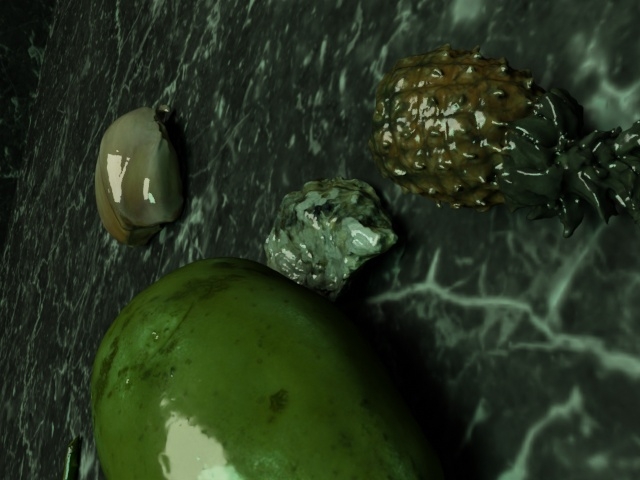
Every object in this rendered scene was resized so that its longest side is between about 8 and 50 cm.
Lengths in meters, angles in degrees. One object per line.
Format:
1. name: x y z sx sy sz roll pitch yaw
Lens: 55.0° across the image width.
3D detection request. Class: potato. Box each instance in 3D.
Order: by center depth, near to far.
1. potato: -0.050 0.135 0.439 0.215 0.216 0.304 -64 36 18

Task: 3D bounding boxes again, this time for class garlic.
1. garlic: -0.295 -0.107 0.955 0.217 0.110 0.227 -34 53 49

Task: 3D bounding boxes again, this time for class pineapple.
1. pineapple: 0.121 -0.058 0.370 0.198 0.108 0.108 26 101 42

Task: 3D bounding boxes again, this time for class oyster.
1. oyster: 0.000 0.000 0.542 0.177 0.064 0.124 -40 53 43

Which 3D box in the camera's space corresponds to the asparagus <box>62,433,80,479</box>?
1. asparagus: -0.422 0.383 1.040 0.025 0.021 0.108 -21 62 51
